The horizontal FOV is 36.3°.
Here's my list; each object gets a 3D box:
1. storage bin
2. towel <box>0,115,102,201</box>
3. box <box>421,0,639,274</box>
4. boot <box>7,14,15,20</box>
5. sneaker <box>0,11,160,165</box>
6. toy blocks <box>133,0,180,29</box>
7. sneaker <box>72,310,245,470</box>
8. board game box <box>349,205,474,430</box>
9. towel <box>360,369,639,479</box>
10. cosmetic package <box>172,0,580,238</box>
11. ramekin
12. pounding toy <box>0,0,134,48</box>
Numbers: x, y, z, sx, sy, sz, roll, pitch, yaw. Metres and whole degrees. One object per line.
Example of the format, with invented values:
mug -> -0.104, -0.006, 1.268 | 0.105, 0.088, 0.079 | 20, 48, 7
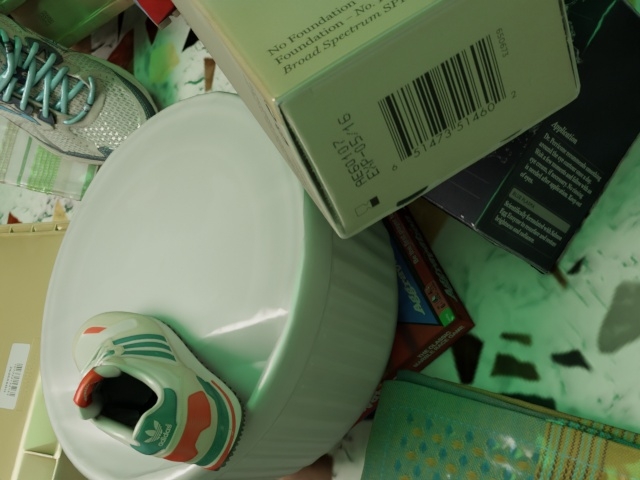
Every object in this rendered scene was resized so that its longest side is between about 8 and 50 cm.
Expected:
storage bin -> -0.249, 0.124, 0.865 | 0.260, 0.123, 0.262 | -1, 71, 43
towel -> -0.293, -0.105, 1.013 | 0.152, 0.023, 0.113 | 12, 74, 3
box -> 0.114, -0.090, 0.634 | 0.156, 0.093, 0.158 | 37, 98, 46
boot -> -0.330, -0.381, 1.178 | 0.262, 0.095, 0.203 | -35, 51, 30
sneaker -> -0.290, -0.153, 0.931 | 0.110, 0.283, 0.122 | -63, 2, 6
toy blocks -> -0.060, -0.307, 0.828 | 0.381, 0.191, 0.261 | -41, 54, 0
sneaker -> -0.115, 0.078, 0.569 | 0.161, 0.075, 0.057 | 29, 95, 45
board game box -> 0.000, 0.000, 0.750 | 0.145, 0.027, 0.281 | -45, 48, 22
towel -> 0.147, 0.235, 0.503 | 0.370, 0.040, 0.271 | 9, 79, 44
cosmetic package -> -0.001, -0.161, 0.592 | 0.160, 0.113, 0.309 | -32, 47, -4
ramekin -> -0.067, 0.046, 0.682 | 0.273, 0.127, 0.272 | -19, 61, 37
pounding toy -> -0.256, -0.239, 1.068 | 0.269, 0.155, 0.154 | -28, 26, 21
